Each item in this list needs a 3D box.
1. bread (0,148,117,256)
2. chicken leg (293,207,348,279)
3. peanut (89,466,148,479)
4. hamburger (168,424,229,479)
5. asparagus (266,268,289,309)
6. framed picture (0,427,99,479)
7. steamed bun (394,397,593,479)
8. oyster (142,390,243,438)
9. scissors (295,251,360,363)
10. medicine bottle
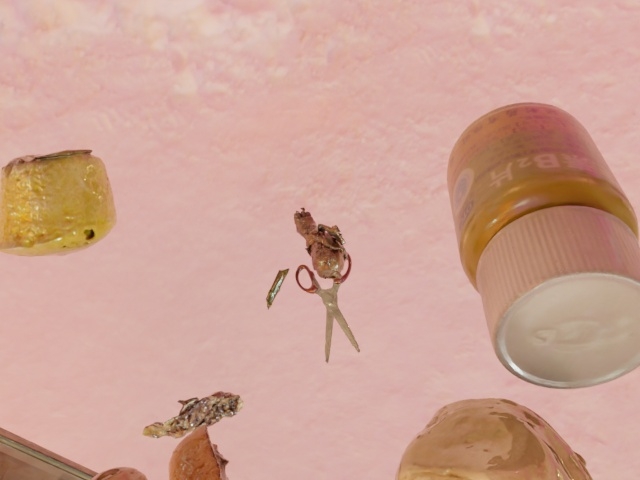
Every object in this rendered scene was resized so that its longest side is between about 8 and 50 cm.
[{"bbox_3d":[-0.437,-0.059,1.038,0.197,0.197,0.171,-7,99,-16],"label":"bread"},{"bbox_3d":[0.003,0.007,1.299,0.080,0.196,0.125,-25,111,-7],"label":"chicken leg"},{"bbox_3d":[-0.254,0.351,0.666,0.103,0.098,0.229,52,47,-27],"label":"peanut"},{"bbox_3d":[-0.236,0.493,1.260,0.130,0.262,0.124,-15,123,-13],"label":"hamburger"},{"bbox_3d":[-0.102,0.108,1.437,0.021,0.025,0.108,27,95,13],"label":"asparagus"},{"bbox_3d":[-0.383,0.364,0.802,0.274,0.017,0.217,35,41,-24],"label":"framed picture"},{"bbox_3d":[0.232,0.331,0.787,0.203,0.276,0.289,-38,105,-37],"label":"steamed bun"},{"bbox_3d":[-0.337,0.460,1.643,0.214,0.223,0.083,-2,64,-52],"label":"oyster"},{"bbox_3d":[0.025,0.149,1.437,0.144,0.017,0.248,-22,62,17],"label":"scissors"},{"bbox_3d":[0.294,-0.010,0.841,0.224,0.224,0.384,19,37,-9],"label":"medicine bottle"}]
